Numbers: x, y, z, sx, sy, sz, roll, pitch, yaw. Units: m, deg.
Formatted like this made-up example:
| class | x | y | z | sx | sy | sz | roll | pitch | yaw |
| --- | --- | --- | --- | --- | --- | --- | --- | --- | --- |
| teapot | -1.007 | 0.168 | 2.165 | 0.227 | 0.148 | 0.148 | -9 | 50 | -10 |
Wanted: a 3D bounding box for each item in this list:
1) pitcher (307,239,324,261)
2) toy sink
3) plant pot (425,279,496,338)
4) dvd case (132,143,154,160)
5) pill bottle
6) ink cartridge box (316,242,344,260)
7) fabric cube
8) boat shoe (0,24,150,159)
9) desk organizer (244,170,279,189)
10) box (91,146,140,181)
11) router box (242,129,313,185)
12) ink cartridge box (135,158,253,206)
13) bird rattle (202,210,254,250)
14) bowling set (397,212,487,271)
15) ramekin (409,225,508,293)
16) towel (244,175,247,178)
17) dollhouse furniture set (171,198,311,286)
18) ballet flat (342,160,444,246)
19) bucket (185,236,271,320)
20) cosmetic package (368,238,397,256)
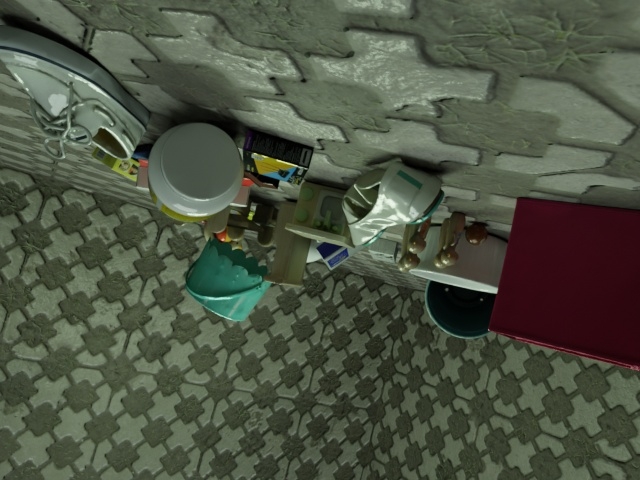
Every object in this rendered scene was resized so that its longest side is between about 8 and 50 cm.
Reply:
| class | x | y | z | sx | sy | sz | roll | pitch | yaw |
| --- | --- | --- | --- | --- | --- | --- | --- | --- | --- |
| pitcher | 0.000 | 0.000 | 1.848 | 0.207 | 0.126 | 0.177 | -15 | 172 | -28 |
| toy sink | 0.018 | -0.065 | 1.324 | 0.152 | 0.131 | 0.234 | 13 | 178 | 12 |
| plant pot | 0.512 | 0.177 | 1.806 | 0.271 | 0.272 | 0.255 | 13 | -172 | 13 |
| dvd case | -0.405 | -0.215 | 1.475 | 0.253 | 0.022 | 0.180 | 20 | 171 | -38 |
| pill bottle | -0.264 | -0.138 | 1.079 | 0.187 | 0.188 | 0.334 | 17 | 174 | -17 |
| ink cartridge box | 0.079 | 0.012 | 1.670 | 0.069 | 0.175 | 0.371 | 55 | 179 | 7 |
| fabric cube | 0.500 | 0.089 | 0.990 | 0.254 | 0.258 | 0.259 | 10 | 172 | 32 |
| boat shoe | -0.434 | -0.219 | 0.905 | 0.135 | 0.157 | 0.367 | 14 | 174 | 7 |
| desk organizer | -0.139 | -0.162 | 1.225 | 0.050 | 0.047 | 0.130 | 11 | 173 | 15 |
| box | -0.581 | -0.223 | 1.559 | 0.087 | 0.058 | 0.232 | 31 | 178 | 16 |
| router box | -0.092 | -0.167 | 1.070 | 0.133 | 0.046 | 0.179 | 16 | 174 | -6 |
| ink cartridge box | -0.335 | -0.147 | 1.372 | 0.296 | 0.066 | 0.261 | 9 | 180 | -18 |
| bird rattle | -0.391 | -0.059 | 2.067 | 0.253 | 0.207 | 0.143 | 8 | 160 | -37 |
| bowling set | 0.297 | 0.013 | 1.247 | 0.199 | 0.154 | 0.287 | 14 | 174 | 9 |
| ramekin | 0.395 | 0.054 | 1.442 | 0.277 | 0.135 | 0.277 | 13 | 174 | 1 |
| towel | -0.308 | -0.193 | 1.336 | 0.237 | 0.021 | 0.102 | 9 | 171 | 4 |
| dollhouse furniture set | -0.242 | -0.012 | 1.714 | 0.393 | 0.257 | 0.362 | 10 | 176 | 20 |
| ballet flat | 0.119 | -0.083 | 1.077 | 0.139 | 0.139 | 0.400 | 16 | 169 | -11 |
| bucket | -0.314 | 0.133 | 1.757 | 0.281 | 0.183 | 0.281 | 31 | -176 | -2 |
| cosmetic package | 0.248 | 0.041 | 2.019 | 0.098 | 0.061 | 0.239 | 14 | 173 | 12 |
